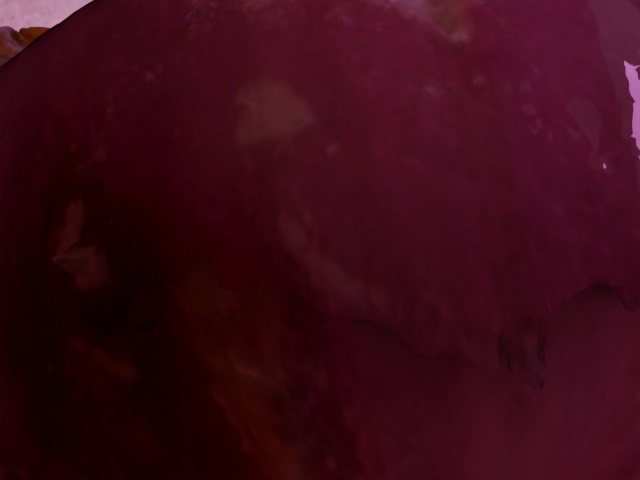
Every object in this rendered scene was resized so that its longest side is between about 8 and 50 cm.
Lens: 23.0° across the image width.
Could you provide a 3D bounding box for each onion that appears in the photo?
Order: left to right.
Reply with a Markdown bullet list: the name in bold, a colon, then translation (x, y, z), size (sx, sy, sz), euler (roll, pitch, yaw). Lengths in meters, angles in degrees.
- **onion**: translation (0.005, 0.038, 0.586), size (0.345, 0.358, 0.358), euler (-121, -171, -59)

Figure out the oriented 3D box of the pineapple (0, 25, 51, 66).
- **pineapple**: translation (-0.149, -0.035, 0.849), size (0.236, 0.186, 0.114), euler (42, 22, -61)
